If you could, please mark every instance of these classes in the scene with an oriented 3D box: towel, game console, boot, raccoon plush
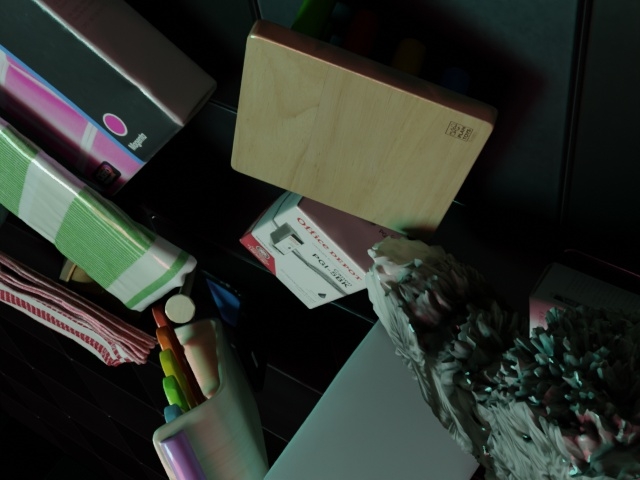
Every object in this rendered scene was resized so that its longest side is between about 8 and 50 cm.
[{"bbox_3d":[-0.275,-0.053,0.915,0.325,0.038,0.248,41,159,-9],"label":"towel"},{"bbox_3d":[-0.352,0.099,1.236,0.237,0.037,0.329,32,162,-13],"label":"towel"},{"bbox_3d":[-0.107,0.110,1.118,0.071,0.107,0.122,-1,142,11],"label":"game console"},{"bbox_3d":[-0.269,0.034,1.186,0.115,0.112,0.305,23,160,-5],"label":"boot"},{"bbox_3d":[0.240,0.069,0.540,0.216,0.299,0.446,78,165,-49],"label":"raccoon plush"}]

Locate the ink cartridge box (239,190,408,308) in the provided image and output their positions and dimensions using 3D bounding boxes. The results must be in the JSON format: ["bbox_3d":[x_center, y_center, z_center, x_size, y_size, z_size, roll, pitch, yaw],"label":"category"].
[{"bbox_3d":[0.000,0.000,0.826,0.099,0.056,0.135,44,153,-9],"label":"ink cartridge box"}]

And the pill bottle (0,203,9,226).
[{"bbox_3d":[-0.599,-0.096,1.290,0.301,0.169,0.169,50,151,-22],"label":"pill bottle"}]

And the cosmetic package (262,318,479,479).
[{"bbox_3d":[0.048,0.301,1.042,0.161,0.230,0.453,32,152,14],"label":"cosmetic package"}]

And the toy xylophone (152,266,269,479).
[{"bbox_3d":[-0.131,0.154,1.001,0.322,0.081,0.236,-137,25,-83],"label":"toy xylophone"}]

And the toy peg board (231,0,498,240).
[{"bbox_3d":[0.031,-0.093,0.646,0.160,0.079,0.161,20,152,1],"label":"toy peg board"}]

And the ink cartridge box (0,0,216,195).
[{"bbox_3d":[-0.271,-0.200,0.764,0.371,0.069,0.175,42,147,-13],"label":"ink cartridge box"}]

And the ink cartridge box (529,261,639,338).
[{"bbox_3d":[0.269,0.135,0.715,0.223,0.045,0.223,22,149,28],"label":"ink cartridge box"}]
